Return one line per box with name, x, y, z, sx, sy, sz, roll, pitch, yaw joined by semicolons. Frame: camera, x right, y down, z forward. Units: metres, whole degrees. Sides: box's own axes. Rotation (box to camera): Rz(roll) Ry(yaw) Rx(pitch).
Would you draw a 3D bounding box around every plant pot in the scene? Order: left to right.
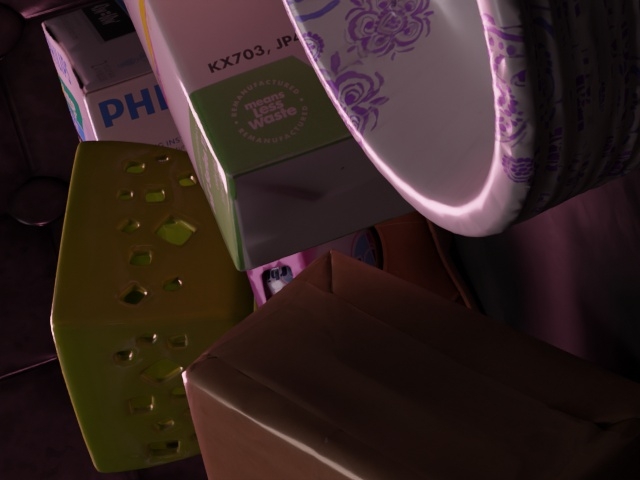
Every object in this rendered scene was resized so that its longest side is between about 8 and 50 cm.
plant pot;-0.112;0.055;1.466;0.227;0.207;0.228;83;-175;-48

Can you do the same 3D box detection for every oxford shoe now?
oxford shoe;0.085;0.053;1.324;0.076;0.076;0.212;127;121;-75

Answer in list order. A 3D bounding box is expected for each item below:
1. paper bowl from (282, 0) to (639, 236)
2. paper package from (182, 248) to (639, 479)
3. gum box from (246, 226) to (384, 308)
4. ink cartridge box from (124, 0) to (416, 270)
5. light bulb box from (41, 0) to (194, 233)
paper bowl;0.075;-0.156;0.736;0.284;0.148;0.284;60;166;25
paper package;0.081;0.211;1.087;0.309;0.168;0.325;25;139;41
gum box;0.019;0.036;1.354;0.062;0.188;0.107;-15;94;36
ink cartridge box;-0.025;-0.178;1.101;0.119;0.207;0.353;85;163;-58
light bulb box;-0.143;-0.084;1.862;0.358;0.225;0.361;-130;23;-65
